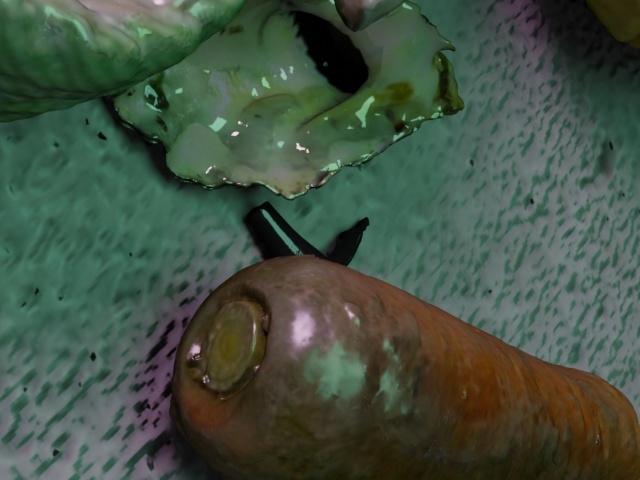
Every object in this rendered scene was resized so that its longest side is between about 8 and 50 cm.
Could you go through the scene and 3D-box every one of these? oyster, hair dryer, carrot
[{"bbox_3d":[-0.020,-0.095,0.832,0.209,0.072,0.133,-25,107,-23],"label":"oyster"},{"bbox_3d":[0.000,0.000,0.864,0.079,0.031,0.083,54,37,-11],"label":"hair dryer"},{"bbox_3d":[0.058,0.097,0.823,0.302,0.139,0.138,16,73,-41],"label":"carrot"}]

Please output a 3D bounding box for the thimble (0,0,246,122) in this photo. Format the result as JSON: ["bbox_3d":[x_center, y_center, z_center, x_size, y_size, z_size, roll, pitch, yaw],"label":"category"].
[{"bbox_3d":[-0.138,-0.162,0.668,0.219,0.150,0.219,7,79,-43],"label":"thimble"}]

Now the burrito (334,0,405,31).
[{"bbox_3d":[0.051,-0.262,0.789,0.332,0.135,0.190,-78,157,-51],"label":"burrito"}]

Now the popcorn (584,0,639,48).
[{"bbox_3d":[0.301,-0.274,0.990,0.390,0.354,0.344,69,1,-72],"label":"popcorn"}]
